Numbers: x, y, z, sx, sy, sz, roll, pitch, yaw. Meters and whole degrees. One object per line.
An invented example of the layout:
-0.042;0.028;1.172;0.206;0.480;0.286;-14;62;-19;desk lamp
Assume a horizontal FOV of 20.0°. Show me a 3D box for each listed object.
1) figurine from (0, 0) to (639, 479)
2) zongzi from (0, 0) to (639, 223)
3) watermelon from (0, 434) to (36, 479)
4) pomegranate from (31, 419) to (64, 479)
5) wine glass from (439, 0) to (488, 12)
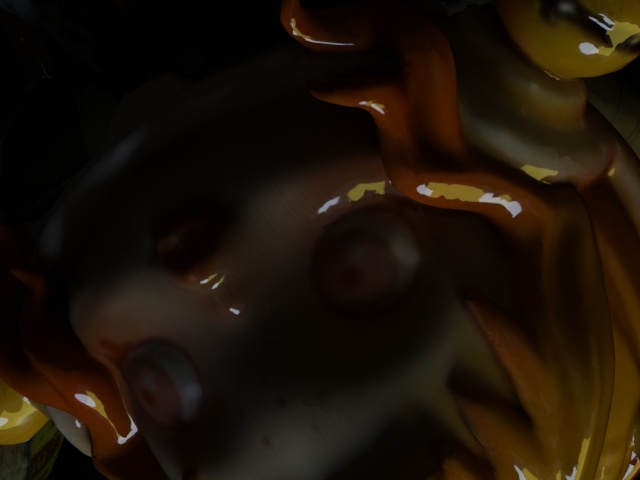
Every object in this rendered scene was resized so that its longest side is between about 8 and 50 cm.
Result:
0.001;-0.002;0.640;0.320;0.323;0.196;-30;178;26;figurine
0.019;-0.043;1.007;0.317;0.154;0.289;23;145;-37;zongzi
-0.253;0.124;0.893;0.228;0.258;0.387;-13;-168;4;watermelon
-0.254;0.091;1.285;0.276;0.204;0.222;-34;166;-42;pomegranate
0.082;-0.167;0.350;0.232;0.156;0.156;-34;179;-5;wine glass
